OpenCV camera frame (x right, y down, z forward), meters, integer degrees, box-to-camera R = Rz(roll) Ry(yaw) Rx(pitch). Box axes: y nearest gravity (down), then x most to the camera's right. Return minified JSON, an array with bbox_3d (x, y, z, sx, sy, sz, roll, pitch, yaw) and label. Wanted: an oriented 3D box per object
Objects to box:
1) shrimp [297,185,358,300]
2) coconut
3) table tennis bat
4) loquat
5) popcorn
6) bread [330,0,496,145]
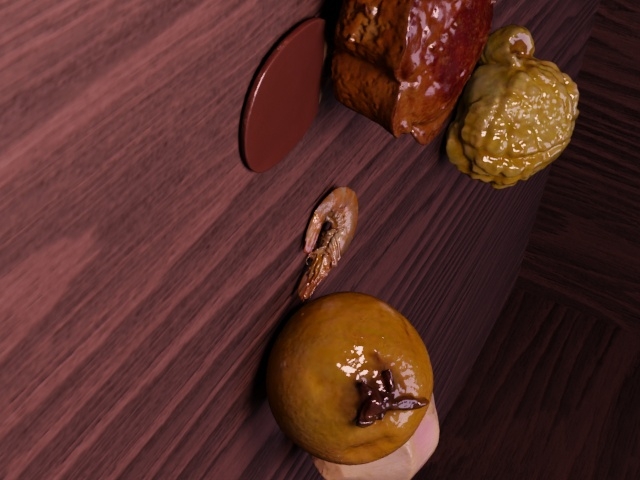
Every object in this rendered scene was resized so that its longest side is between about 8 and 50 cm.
[{"bbox_3d":[0.007,0.003,1.257,0.162,0.045,0.095,-63,162,-11],"label":"shrimp"},{"bbox_3d":[0.079,0.302,1.558,0.197,0.237,0.237,-35,-168,46],"label":"coconut"},{"bbox_3d":[-0.011,-0.178,1.030,0.274,0.021,0.154,-51,157,-41],"label":"table tennis bat"},{"bbox_3d":[0.041,0.182,1.264,0.244,0.244,0.243,-56,159,-35],"label":"loquat"},{"bbox_3d":[0.364,-0.231,1.754,0.285,0.225,0.174,-69,-165,-5],"label":"popcorn"},{"bbox_3d":[0.107,-0.235,1.040,0.232,0.135,0.246,-6,118,-69],"label":"bread"}]
